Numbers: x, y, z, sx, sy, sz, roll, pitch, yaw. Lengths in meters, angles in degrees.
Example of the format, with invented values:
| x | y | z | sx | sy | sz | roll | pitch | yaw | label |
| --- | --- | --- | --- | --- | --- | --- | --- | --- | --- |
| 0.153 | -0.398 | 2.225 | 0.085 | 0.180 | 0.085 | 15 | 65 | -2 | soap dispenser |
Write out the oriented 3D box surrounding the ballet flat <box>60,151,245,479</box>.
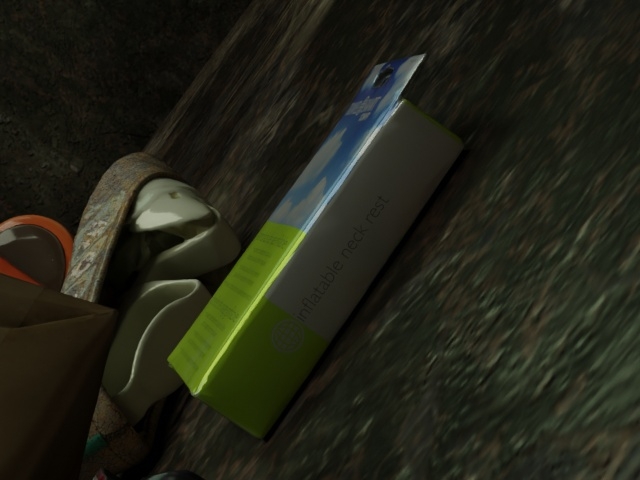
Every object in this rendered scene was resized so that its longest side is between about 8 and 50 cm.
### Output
| x | y | z | sx | sy | sz | roll | pitch | yaw | label |
| --- | --- | --- | --- | --- | --- | --- | --- | --- | --- |
| -0.101 | 0.036 | 1.028 | 0.106 | 0.107 | 0.316 | -25 | 29 | 28 | ballet flat |

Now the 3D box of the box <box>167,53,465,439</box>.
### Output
| x | y | z | sx | sy | sz | roll | pitch | yaw | label |
| --- | --- | --- | --- | --- | --- | --- | --- | --- | --- |
| 0.000 | 0.000 | 0.773 | 0.178 | 0.042 | 0.109 | -55 | 11 | -4 | box |

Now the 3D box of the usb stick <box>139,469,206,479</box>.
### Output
| x | y | z | sx | sy | sz | roll | pitch | yaw | label |
| --- | --- | --- | --- | --- | --- | --- | --- | --- | --- |
| -0.101 | 0.195 | 0.592 | 0.077 | 0.045 | 0.278 | -42 | 16 | 44 | usb stick |

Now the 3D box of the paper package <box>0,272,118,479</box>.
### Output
| x | y | z | sx | sy | sz | roll | pitch | yaw | label |
| --- | --- | --- | --- | --- | --- | --- | --- | --- | --- |
| -0.217 | 0.184 | 0.565 | 0.325 | 0.168 | 0.309 | 108 | -175 | -47 | paper package |

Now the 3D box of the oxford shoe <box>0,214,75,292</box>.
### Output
| x | y | z | sx | sy | sz | roll | pitch | yaw | label |
| --- | --- | --- | --- | --- | --- | --- | --- | --- | --- |
| -0.265 | 0.166 | 1.343 | 0.364 | 0.130 | 0.133 | -63 | -21 | -10 | oxford shoe |

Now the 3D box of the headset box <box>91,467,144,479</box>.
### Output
| x | y | z | sx | sy | sz | roll | pitch | yaw | label |
| --- | --- | --- | --- | --- | --- | --- | --- | --- | --- |
| -0.111 | 0.150 | 0.822 | 0.083 | 0.032 | 0.062 | -55 | 11 | -7 | headset box |
